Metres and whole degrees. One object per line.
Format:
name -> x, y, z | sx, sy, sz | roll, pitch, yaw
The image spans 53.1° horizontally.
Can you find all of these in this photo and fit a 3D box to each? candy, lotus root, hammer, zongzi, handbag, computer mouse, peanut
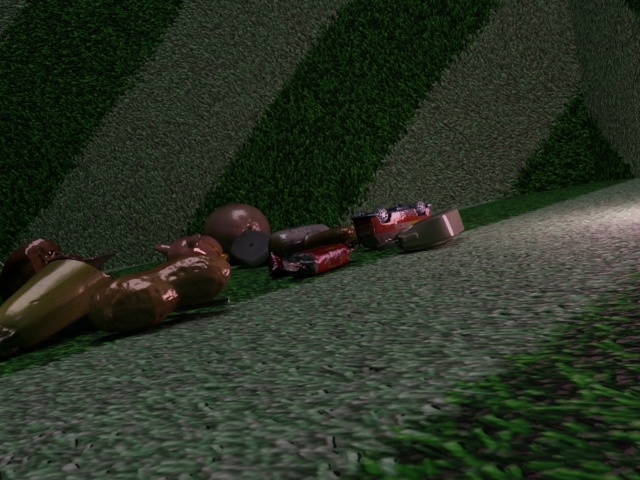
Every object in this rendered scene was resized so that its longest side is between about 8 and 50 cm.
candy -> -0.002, 0.047, 1.556 | 0.086, 0.059, 0.292 | -3, 7, 39
lotus root -> -0.622, 0.103, 1.456 | 0.193, 0.193, 0.291 | -13, -14, -38
hammer -> 0.000, 0.000, 1.761 | 0.202, 0.113, 0.306 | -16, 1, -35
zongzi -> -0.094, 0.073, 1.601 | 0.074, 0.067, 0.083 | 1, 21, -6
handbag -> 0.266, -0.014, 1.725 | 0.219, 0.079, 0.256 | -20, -1, 23
computer mouse -> -0.212, 0.032, 2.089 | 0.128, 0.079, 0.231 | -50, 30, -11
peanut -> -0.281, 0.092, 1.145 | 0.263, 0.101, 0.117 | -22, 42, -28

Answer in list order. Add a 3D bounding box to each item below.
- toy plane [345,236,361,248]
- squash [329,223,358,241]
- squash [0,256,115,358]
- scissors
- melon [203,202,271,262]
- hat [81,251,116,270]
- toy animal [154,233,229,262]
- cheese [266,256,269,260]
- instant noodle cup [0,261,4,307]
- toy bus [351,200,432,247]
toy plane -> 0.092, 0.015, 2.014 | 0.145, 0.037, 0.060 | -14, 9, -33
squash -> 0.067, -0.017, 2.315 | 0.219, 0.068, 0.077 | -10, -18, -20
squash -> -0.525, 0.122, 1.167 | 0.137, 0.137, 0.287 | -8, 18, 31
scissors -> -0.367, 0.143, 1.272 | 0.448, 0.029, 0.193 | -9, 4, 25
melon -> -0.306, -0.026, 2.340 | 0.223, 0.222, 0.317 | -12, 5, -31
hat -> -0.708, 0.119, 1.838 | 0.258, 0.130, 0.257 | -10, 3, 0
toy animal -> -0.397, 0.051, 2.066 | 0.165, 0.149, 0.248 | -25, -11, 12
cheese -> -0.073, 0.026, 2.192 | 0.252, 0.054, 0.127 | -11, 7, -29
instant noodle cup -> -0.895, 0.153, 1.548 | 0.207, 0.206, 0.232 | -10, 12, 7
toy bus -> 0.220, -0.048, 1.952 | 0.265, 0.119, 0.121 | -12, 4, -37
